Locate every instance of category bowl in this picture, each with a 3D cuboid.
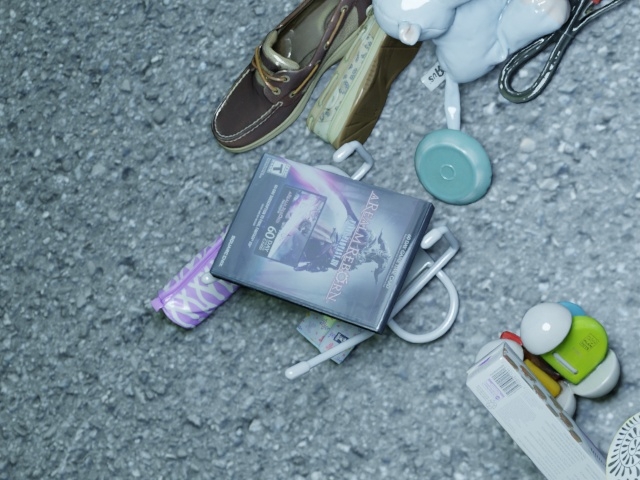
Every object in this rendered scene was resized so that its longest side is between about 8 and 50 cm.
[{"bbox_3d":[0.449,0.288,1.797,0.170,0.080,0.170,3,79,-15],"label":"bowl"}]

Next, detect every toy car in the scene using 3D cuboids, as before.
[{"bbox_3d":[0.298,0.153,1.936,0.182,0.159,0.136,-42,26,19],"label":"toy car"}]

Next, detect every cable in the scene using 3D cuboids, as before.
[{"bbox_3d":[0.359,-0.316,2.043,0.139,0.072,0.287,25,105,14],"label":"cable"}]

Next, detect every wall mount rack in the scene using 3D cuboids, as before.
[{"bbox_3d":[0.018,0.035,2.082,0.304,0.130,0.350,-45,62,3],"label":"wall mount rack"}]

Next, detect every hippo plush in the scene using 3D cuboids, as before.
[{"bbox_3d":[0.168,-0.344,2.002,0.294,0.236,0.234,-44,47,29],"label":"hippo plush"}]

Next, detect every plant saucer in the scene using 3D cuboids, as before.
[{"bbox_3d":[0.184,-0.100,2.060,0.119,0.021,0.119,14,122,24],"label":"plant saucer"}]

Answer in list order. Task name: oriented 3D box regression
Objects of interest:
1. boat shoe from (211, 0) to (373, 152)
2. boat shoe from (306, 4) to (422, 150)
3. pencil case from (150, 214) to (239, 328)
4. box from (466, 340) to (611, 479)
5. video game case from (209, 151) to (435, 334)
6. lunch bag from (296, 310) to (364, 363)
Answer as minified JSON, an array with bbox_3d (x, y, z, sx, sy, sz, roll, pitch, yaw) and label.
[{"bbox_3d":[-0.056,-0.275,2.200,0.342,0.123,0.123,-41,65,15],"label":"boat shoe"},{"bbox_3d":[0.070,-0.271,2.144,0.089,0.104,0.285,34,99,31],"label":"boat shoe"},{"bbox_3d":[-0.160,0.044,2.216,0.206,0.088,0.086,-46,61,14],"label":"pencil case"},{"bbox_3d":[0.311,0.273,1.847,0.067,0.063,0.324,-40,96,18],"label":"box"},{"bbox_3d":[0.000,0.000,2.024,0.274,0.026,0.196,18,77,26],"label":"video game case"},{"bbox_3d":[0.019,0.130,2.125,0.083,0.053,0.071,42,101,19],"label":"lunch bag"}]
